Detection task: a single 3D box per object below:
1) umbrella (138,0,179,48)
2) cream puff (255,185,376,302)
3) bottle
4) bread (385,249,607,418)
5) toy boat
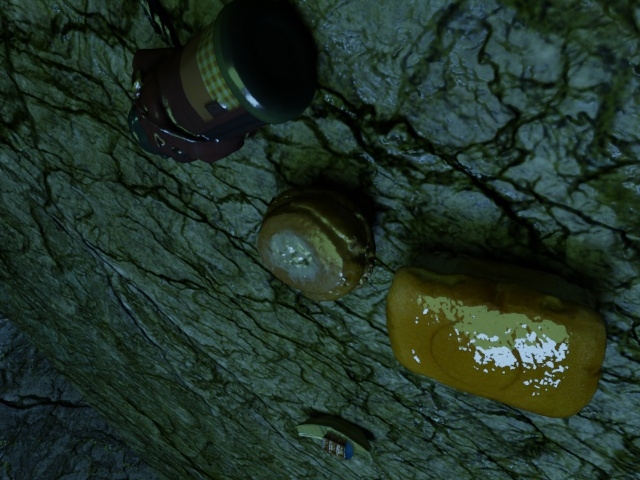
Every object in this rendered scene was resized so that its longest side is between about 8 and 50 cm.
[{"bbox_3d":[-0.226,-0.328,0.617,0.044,0.044,0.269,-28,118,8],"label":"umbrella"},{"bbox_3d":[0.000,0.000,0.668,0.165,0.115,0.150,48,132,5],"label":"cream puff"},{"bbox_3d":[-0.143,-0.171,0.605,0.271,0.143,0.156,-11,118,43],"label":"bottle"},{"bbox_3d":[0.201,0.104,0.607,0.246,0.121,0.174,16,135,28],"label":"bread"},{"bbox_3d":[0.030,0.399,1.033,0.172,0.066,0.065,10,133,32],"label":"toy boat"}]
